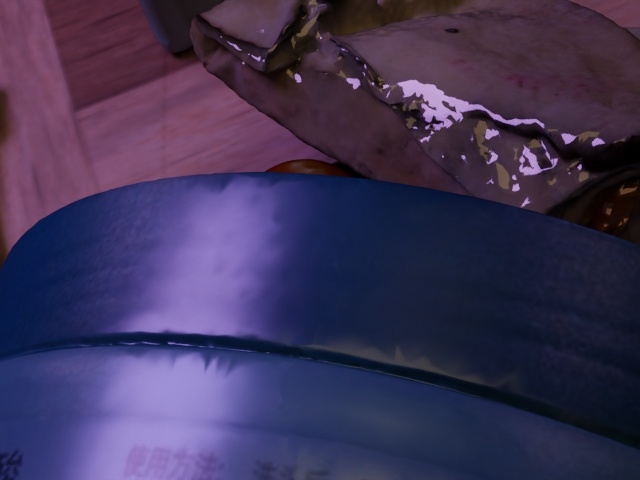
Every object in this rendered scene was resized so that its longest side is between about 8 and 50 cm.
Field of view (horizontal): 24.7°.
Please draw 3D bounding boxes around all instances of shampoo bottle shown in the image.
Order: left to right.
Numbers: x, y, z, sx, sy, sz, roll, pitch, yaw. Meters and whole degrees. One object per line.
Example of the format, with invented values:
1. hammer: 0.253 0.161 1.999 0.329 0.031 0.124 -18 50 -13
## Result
1. shampoo bottle: -0.002 0.209 0.435 0.331 0.331 0.342 6 59 19

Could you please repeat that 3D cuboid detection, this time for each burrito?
1. burrito: 0.108 -0.059 0.718 0.348 0.107 0.175 24 50 24

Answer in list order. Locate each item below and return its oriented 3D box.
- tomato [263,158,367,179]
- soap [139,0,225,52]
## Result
1. tomato: 0.000 0.000 0.730 0.075 0.087 0.087 -28 51 -32
2. soap: -0.107 -0.252 0.815 0.088 0.265 0.159 -22 54 1
